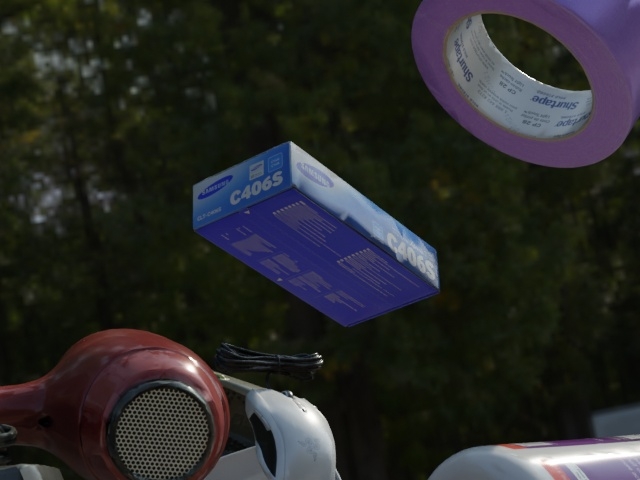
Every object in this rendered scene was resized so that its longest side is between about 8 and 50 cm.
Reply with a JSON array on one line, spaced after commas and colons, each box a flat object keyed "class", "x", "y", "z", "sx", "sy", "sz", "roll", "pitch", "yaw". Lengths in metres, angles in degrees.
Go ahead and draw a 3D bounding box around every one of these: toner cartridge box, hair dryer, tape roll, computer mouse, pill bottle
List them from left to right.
[{"class": "hair dryer", "x": -0.155, "y": 0.073, "z": 0.721, "sx": 0.224, "sy": 0.080, "sz": 0.293, "roll": 11, "pitch": 3, "yaw": 21}, {"class": "computer mouse", "x": -0.026, "y": 0.147, "z": 1.298, "sx": 0.106, "sy": 0.193, "sz": 0.042, "roll": 14, "pitch": -64, "yaw": -25}, {"class": "toner cartridge box", "x": 0.000, "y": 0.000, "z": 2.044, "sx": 0.165, "sy": 0.075, "sz": 0.348, "roll": -23, "pitch": -37, "yaw": 28}, {"class": "tape roll", "x": 0.243, "y": -0.212, "z": 1.715, "sx": 0.090, "sy": 0.275, "sz": 0.275, "roll": -53, "pitch": 13, "yaw": -31}, {"class": "pill bottle", "x": 0.245, "y": 0.259, "z": 1.295, "sx": 0.323, "sy": 0.181, "sz": 0.181, "roll": 3, "pitch": -17, "yaw": -37}]

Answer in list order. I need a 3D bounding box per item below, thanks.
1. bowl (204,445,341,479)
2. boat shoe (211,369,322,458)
[{"class": "bowl", "x": -0.045, "y": 0.269, "z": 1.488, "sx": 0.142, "sy": 0.142, "sz": 0.053, "roll": -16, "pitch": -49, "yaw": -11}, {"class": "boat shoe", "x": -0.142, "y": 0.188, "z": 1.671, "sx": 0.305, "sy": 0.109, "sz": 0.091, "roll": 13, "pitch": -3, "yaw": 6}]
